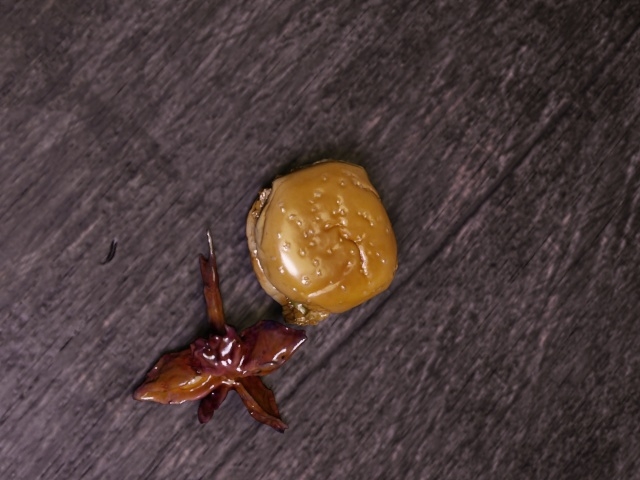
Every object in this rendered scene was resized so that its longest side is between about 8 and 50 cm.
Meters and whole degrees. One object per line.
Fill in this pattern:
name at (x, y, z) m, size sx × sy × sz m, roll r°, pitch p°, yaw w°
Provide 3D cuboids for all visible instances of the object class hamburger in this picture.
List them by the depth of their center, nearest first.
hamburger at (0.000, 0.000, 1.745) m, size 0.138 × 0.083 × 0.147 m, roll -22°, pitch 94°, yaw -19°

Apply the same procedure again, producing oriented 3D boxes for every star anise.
star anise at (-0.092, 0.091, 1.723) m, size 0.158 × 0.144 × 0.140 m, roll 8°, pitch 130°, yaw -17°
